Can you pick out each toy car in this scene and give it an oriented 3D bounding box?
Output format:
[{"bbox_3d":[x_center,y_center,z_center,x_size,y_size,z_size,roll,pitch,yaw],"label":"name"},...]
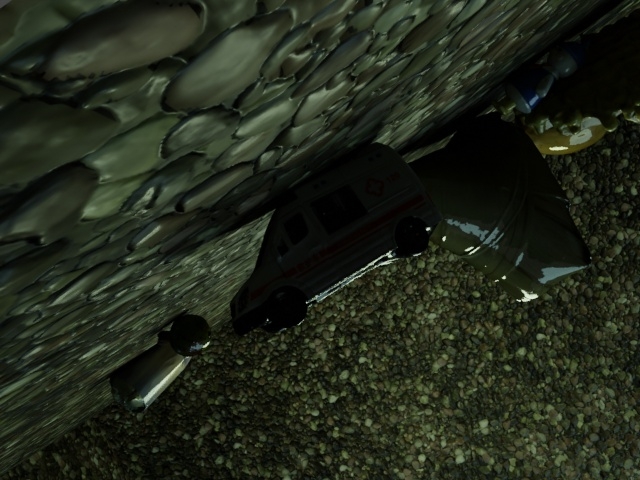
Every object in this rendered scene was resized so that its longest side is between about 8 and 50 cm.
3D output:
[{"bbox_3d":[0.000,0.000,0.486,0.209,0.108,0.089,-30,178,-17],"label":"toy car"}]

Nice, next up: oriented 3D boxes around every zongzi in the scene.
[{"bbox_3d":[0.219,-0.144,0.910,0.181,0.417,0.447,-51,-152,35],"label":"zongzi"}]

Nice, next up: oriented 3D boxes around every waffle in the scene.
[{"bbox_3d":[0.410,-0.244,0.772,0.249,0.056,0.253,0,-132,49],"label":"waffle"}]

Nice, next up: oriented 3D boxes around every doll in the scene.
[{"bbox_3d":[0.303,-0.223,0.742,0.143,0.058,0.099,-37,-161,19],"label":"doll"}]

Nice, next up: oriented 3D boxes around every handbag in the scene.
[{"bbox_3d":[-0.350,0.273,1.106,0.173,0.095,0.117,-43,178,-45],"label":"handbag"}]

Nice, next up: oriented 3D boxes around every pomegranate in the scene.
[{"bbox_3d":[-0.217,0.154,0.867,0.084,0.073,0.073,-18,171,-19],"label":"pomegranate"},{"bbox_3d":[0.458,-0.244,0.999,0.196,0.196,0.196,-35,177,-2],"label":"pomegranate"}]
